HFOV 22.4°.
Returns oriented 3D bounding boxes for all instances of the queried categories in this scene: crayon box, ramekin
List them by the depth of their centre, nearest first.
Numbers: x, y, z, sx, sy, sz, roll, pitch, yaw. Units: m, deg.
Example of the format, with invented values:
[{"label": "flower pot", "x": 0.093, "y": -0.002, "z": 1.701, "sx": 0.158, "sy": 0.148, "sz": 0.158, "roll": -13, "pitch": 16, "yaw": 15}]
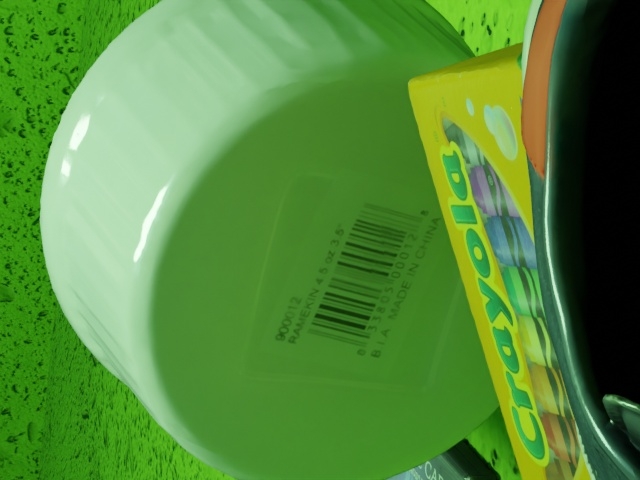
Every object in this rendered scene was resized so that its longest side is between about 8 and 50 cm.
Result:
[{"label": "crayon box", "x": 0.131, "y": 0.017, "z": 0.629, "sx": 0.323, "sy": 0.083, "sz": 0.203, "roll": -172, "pitch": 64, "yaw": -75}, {"label": "ramekin", "x": 0.000, "y": 0.000, "z": 0.871, "sx": 0.135, "sy": 0.277, "sz": 0.277, "roll": -133, "pitch": 46, "yaw": -57}]

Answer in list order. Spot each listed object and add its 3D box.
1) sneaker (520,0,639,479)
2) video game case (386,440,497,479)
[{"label": "sneaker", "x": 0.124, "y": 0.078, "z": 0.378, "sx": 0.148, "sy": 0.131, "sz": 0.350, "roll": -5, "pitch": -106, "yaw": -80}, {"label": "video game case", "x": 0.058, "y": 0.247, "z": 1.077, "sx": 0.196, "sy": 0.026, "sz": 0.274, "roll": -136, "pitch": 50, "yaw": -69}]
